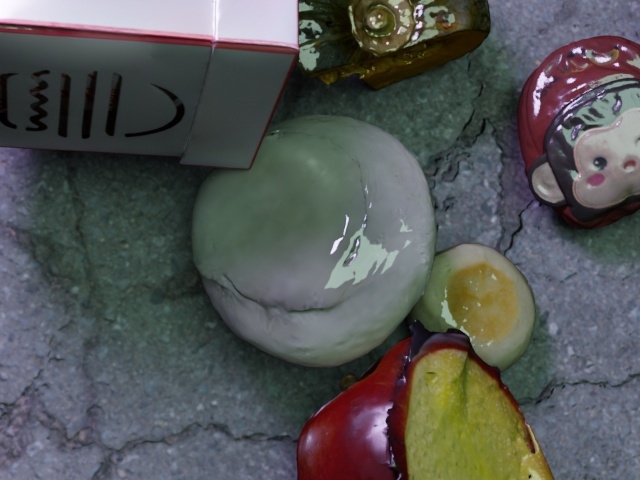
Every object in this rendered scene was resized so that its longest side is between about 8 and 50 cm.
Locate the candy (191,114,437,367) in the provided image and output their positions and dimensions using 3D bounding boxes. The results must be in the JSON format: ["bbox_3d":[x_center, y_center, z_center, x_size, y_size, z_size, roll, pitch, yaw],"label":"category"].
[{"bbox_3d":[0.000,0.000,1.599,0.295,0.185,0.296,-9,63,18],"label":"candy"}]

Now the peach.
[{"bbox_3d":[0.112,0.283,1.569,0.362,0.201,0.257,56,43,-8],"label":"peach"}]

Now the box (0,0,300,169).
[{"bbox_3d":[-0.186,-0.268,1.440,0.299,0.314,0.312,3,72,-10],"label":"box"}]

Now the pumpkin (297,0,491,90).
[{"bbox_3d":[0.048,-0.246,1.668,0.280,0.190,0.139,-17,87,-26],"label":"pumpkin"}]

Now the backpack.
[{"bbox_3d":[0.332,-0.133,1.739,0.229,0.139,0.229,0,87,5],"label":"backpack"}]

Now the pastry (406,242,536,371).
[{"bbox_3d":[0.172,0.076,1.679,0.156,0.092,0.157,4,76,-18],"label":"pastry"}]
